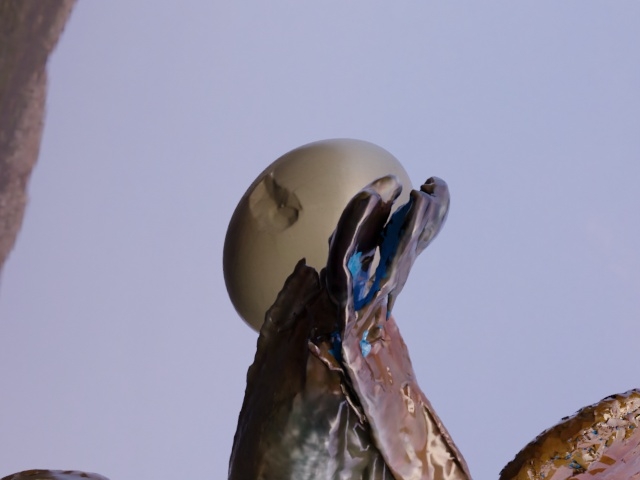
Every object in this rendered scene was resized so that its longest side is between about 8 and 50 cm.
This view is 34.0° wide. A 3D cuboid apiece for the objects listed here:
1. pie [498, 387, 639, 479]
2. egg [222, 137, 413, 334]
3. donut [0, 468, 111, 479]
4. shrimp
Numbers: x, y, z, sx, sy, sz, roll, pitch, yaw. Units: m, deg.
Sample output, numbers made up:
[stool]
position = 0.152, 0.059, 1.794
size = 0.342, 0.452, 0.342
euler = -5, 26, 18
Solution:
[pie]
position = 0.330, 0.268, 1.257
size = 0.069, 0.273, 0.273
euler = 50, -54, 40
[egg]
position = 0.000, 0.000, 1.260
size = 0.269, 0.219, 0.219
euler = -59, -153, 0
[donut]
position = -0.188, 0.272, 0.665
size = 0.330, 0.330, 0.160
euler = -130, -142, -58
[shrimp]
position = 0.032, 0.166, 0.781
size = 0.110, 0.221, 0.446
euler = -47, 146, -61
